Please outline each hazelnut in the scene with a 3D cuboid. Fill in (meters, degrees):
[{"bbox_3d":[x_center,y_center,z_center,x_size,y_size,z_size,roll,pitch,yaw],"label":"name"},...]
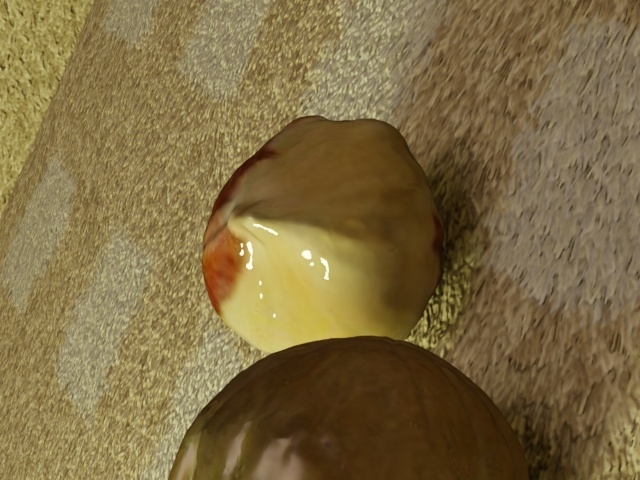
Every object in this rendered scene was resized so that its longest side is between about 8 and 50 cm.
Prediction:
[{"bbox_3d":[0.000,0.000,1.523,0.261,0.241,0.261,-15,60,27],"label":"hazelnut"}]

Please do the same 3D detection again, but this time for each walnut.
[{"bbox_3d":[0.019,0.240,1.261,0.333,0.333,0.332,-42,36,42],"label":"walnut"}]
